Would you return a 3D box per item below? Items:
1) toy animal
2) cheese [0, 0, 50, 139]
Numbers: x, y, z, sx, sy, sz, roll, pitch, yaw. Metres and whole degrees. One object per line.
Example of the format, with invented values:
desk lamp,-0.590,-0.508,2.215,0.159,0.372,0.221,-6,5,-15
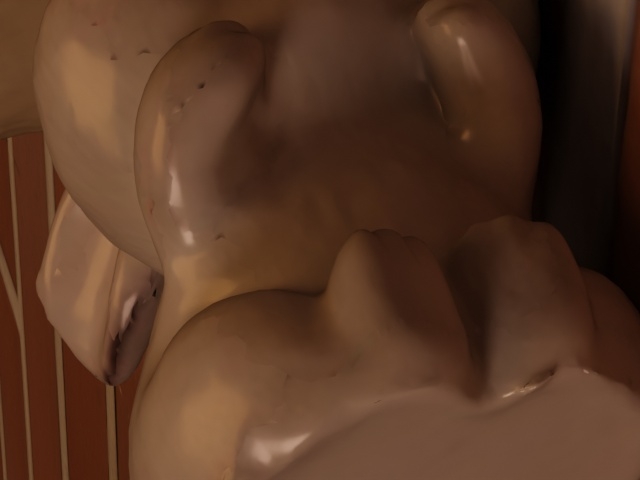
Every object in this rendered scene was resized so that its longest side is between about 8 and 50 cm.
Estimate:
toy animal,-0.001,0.008,0.498,0.193,0.127,0.178,-116,22,-44
cheese,-0.138,-0.207,0.842,0.332,0.153,0.292,104,153,-51
